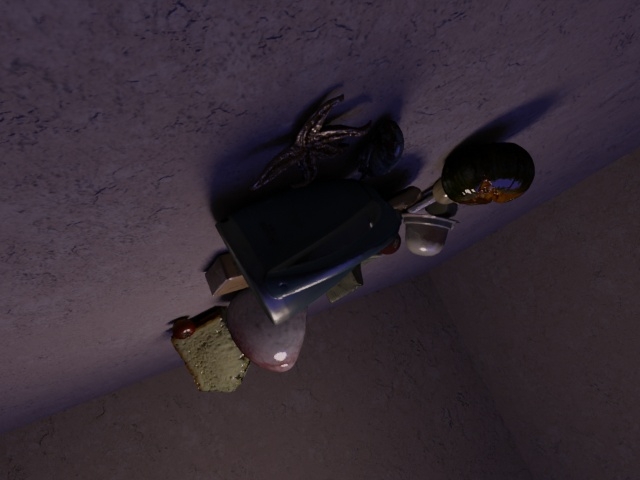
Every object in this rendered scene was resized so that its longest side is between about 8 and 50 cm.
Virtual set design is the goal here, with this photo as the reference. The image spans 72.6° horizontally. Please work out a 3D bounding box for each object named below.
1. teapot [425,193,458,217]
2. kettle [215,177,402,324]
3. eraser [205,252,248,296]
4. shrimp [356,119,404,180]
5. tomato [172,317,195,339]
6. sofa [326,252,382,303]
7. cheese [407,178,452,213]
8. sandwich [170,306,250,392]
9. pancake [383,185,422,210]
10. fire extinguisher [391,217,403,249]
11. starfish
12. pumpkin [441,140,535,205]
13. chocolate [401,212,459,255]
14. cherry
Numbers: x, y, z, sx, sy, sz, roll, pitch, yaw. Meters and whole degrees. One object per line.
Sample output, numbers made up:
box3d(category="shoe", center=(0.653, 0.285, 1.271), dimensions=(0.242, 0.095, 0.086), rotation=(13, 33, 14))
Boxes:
box3d(category="teapot", center=(0.424, -0.117, 1.565), dimensions=(0.107, 0.077, 0.200), rotation=(-9, 174, 28))
box3d(category="kettle", center=(0.000, 0.000, 0.902), dimensions=(0.342, 0.246, 0.319), rotation=(-29, -155, -12))
box3d(category="eraser", center=(-0.155, 0.066, 1.286), dimensions=(0.344, 0.078, 0.144), rotation=(-14, 163, -38))
box3d(category="shrimp", center=(0.112, -0.166, 0.899), dimensions=(0.090, 0.079, 0.233), rotation=(-15, 168, -17))
box3d(category="tomato", center=(-0.525, 0.333, 1.664), dimensions=(0.087, 0.075, 0.087), rotation=(-25, 152, -14))
box3d(category="sofa", center=(0.134, 0.118, 1.736), dimensions=(0.226, 0.175, 0.210), rotation=(-9, 159, -44))
box3d(category="cheese", center=(0.410, -0.154, 1.410), dimensions=(0.164, 0.070, 0.249), rotation=(-8, 158, -45))
box3d(category="sandwich", center=(-0.420, 0.461, 1.787), dimensions=(0.263, 0.325, 0.131), rotation=(-29, -176, 11))
box3d(category="pancake", center=(0.118, -0.057, 1.201), dimensions=(0.357, 0.065, 0.356), rotation=(-27, -178, 1))
box3d(category="fire extinguisher", center=(0.228, -0.028, 1.514), dimensions=(0.147, 0.106, 0.337), rotation=(-33, 165, 10))
box3d(category="starfish", center=(-0.021, -0.158, 0.746), dimensions=(0.238, 0.056, 0.213), rotation=(-25, 159, -15))
box3d(category="pumpkin", center=(0.451, -0.185, 1.191), dimensions=(0.238, 0.159, 0.238), rotation=(1, 172, 0))
box3d(category="chocolate", center=(0.375, -0.018, 1.544), dimensions=(0.222, 0.146, 0.221), rotation=(7, -175, -1))
box3d(category="cherry", center=(-0.182, 0.295, 1.623), dimensions=(0.292, 0.335, 0.326), rotation=(19, 114, -47))
